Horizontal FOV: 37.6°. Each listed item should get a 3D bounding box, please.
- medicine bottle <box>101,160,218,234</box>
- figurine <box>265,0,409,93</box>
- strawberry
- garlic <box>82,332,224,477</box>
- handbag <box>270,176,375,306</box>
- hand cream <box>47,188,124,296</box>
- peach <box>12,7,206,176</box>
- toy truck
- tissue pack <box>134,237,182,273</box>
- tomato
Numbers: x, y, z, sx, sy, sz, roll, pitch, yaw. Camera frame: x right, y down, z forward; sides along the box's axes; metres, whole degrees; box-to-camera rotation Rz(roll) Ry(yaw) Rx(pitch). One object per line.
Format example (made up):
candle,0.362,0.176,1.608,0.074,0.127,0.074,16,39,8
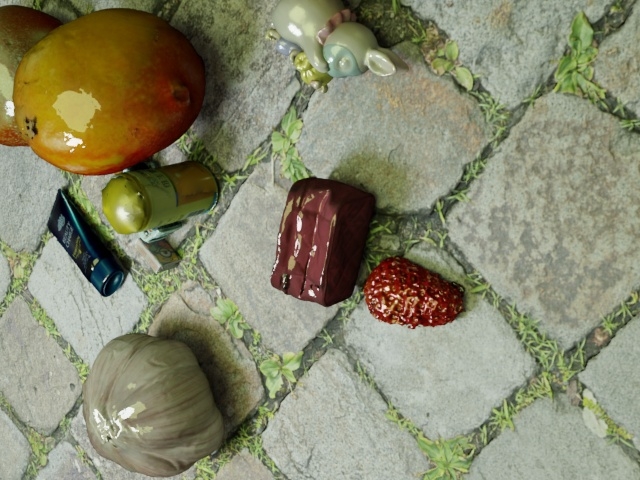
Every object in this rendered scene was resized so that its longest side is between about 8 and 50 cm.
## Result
medicine bottle,-0.318,-0.086,1.835,0.124,0.239,0.124,8,105,31
figurine,0.025,-0.325,1.605,0.155,0.127,0.235,-46,75,15
strawberry,0.154,0.095,1.635,0.188,0.082,0.121,9,103,37
garlic,-0.358,0.345,1.952,0.317,0.259,0.317,12,109,38
handbag,0.000,0.000,1.684,0.135,0.146,0.225,20,111,25
hand cream,-0.541,0.009,2.141,0.270,0.061,0.120,47,129,27
peach,-0.395,-0.287,1.789,0.373,0.373,0.289,-10,110,37
toy truck,-0.372,-0.077,1.976,0.115,0.080,0.177,-37,77,41
tissue pack,-0.345,0.027,1.991,0.083,0.063,0.035,47,127,20
tomato,-0.651,-0.343,2.015,0.304,0.239,0.303,6,100,35
